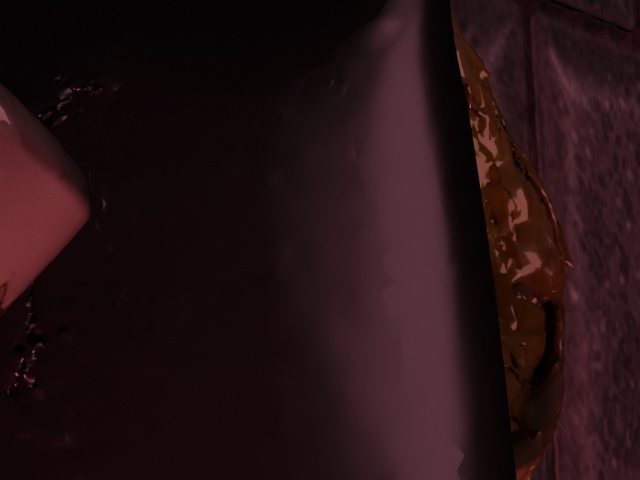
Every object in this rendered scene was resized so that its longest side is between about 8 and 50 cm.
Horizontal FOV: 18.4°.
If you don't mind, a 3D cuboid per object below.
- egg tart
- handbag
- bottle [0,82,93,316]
[{"bbox_3d":[0.000,0.000,0.891,0.291,0.107,0.291,26,54,-42],"label":"egg tart"},{"bbox_3d":[-0.088,0.050,0.672,0.288,0.152,0.342,-6,86,-16],"label":"handbag"},{"bbox_3d":[-0.186,0.041,0.540,0.253,0.120,0.120,-47,128,-7],"label":"bottle"}]
